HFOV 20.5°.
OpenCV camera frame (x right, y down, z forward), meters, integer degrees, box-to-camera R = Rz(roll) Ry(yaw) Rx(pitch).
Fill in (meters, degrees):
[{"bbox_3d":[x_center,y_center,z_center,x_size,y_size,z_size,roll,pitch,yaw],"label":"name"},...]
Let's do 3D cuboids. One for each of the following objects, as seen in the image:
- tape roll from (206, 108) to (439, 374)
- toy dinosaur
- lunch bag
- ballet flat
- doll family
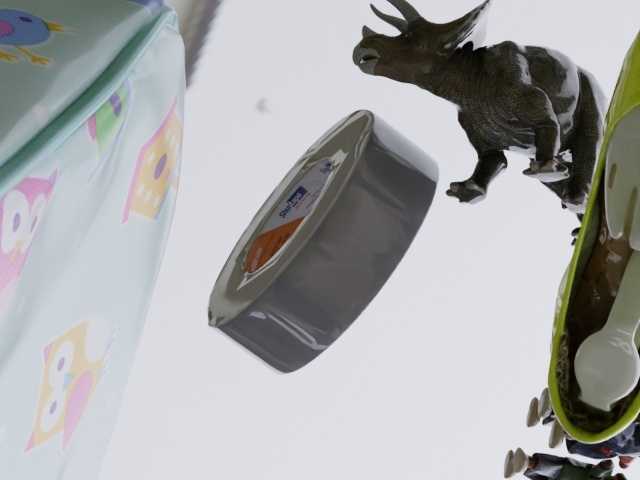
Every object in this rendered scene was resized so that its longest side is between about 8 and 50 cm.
[{"bbox_3d":[0.000,0.000,1.431,0.219,0.072,0.219,-48,-165,17],"label":"tape roll"},{"bbox_3d":[0.178,-0.095,1.387,0.121,0.313,0.160,-27,-128,49],"label":"toy dinosaur"},{"bbox_3d":[-0.127,0.064,0.408,0.108,0.224,0.279,21,-66,6],"label":"lunch bag"},{"bbox_3d":[0.146,0.000,0.775,0.077,0.231,0.077,21,-141,12],"label":"ballet flat"},{"bbox_3d":[0.214,0.130,1.238,0.193,0.111,0.076,128,-23,-62],"label":"doll family"}]
